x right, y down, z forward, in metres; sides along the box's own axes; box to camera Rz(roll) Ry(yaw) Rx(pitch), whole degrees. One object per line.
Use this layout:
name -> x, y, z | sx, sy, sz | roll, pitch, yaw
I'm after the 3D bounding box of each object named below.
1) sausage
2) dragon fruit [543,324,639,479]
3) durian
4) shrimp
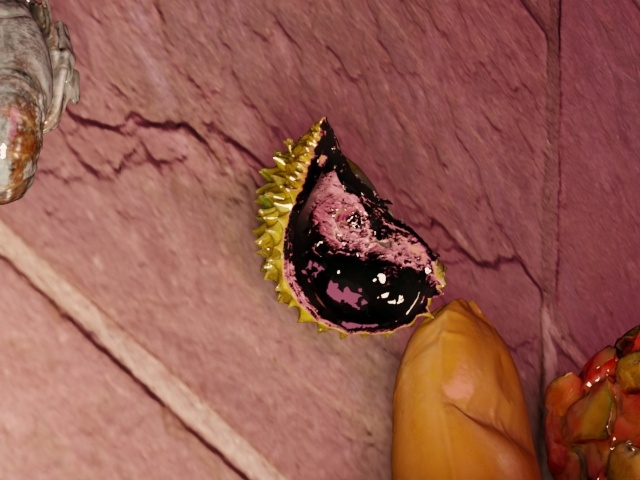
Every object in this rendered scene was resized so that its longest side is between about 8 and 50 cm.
sausage -> 0.112, 0.197, 1.194 | 0.134, 0.116, 0.354 | 32, 38, -32
dragon fruit -> 0.319, 0.205, 1.402 | 0.263, 0.314, 0.296 | 3, 37, -19
durian -> -0.001, -0.002, 1.231 | 0.186, 0.119, 0.108 | 48, -6, -30
shrimp -> -0.195, -0.118, 1.016 | 0.090, 0.079, 0.233 | 4, 47, -13
